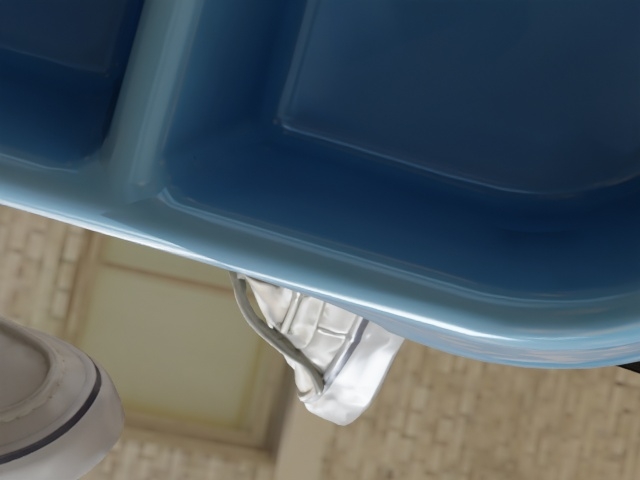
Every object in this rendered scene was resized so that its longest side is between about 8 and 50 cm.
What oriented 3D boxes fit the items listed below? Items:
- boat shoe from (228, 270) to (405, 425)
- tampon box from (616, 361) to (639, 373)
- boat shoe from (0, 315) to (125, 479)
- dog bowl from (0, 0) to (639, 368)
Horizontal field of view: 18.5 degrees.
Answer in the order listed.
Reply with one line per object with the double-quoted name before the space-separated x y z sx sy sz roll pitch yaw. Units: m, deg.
"boat shoe" -0.003 0.007 1.272 0.136 0.156 0.367 -63 178 -22
"tampon box" 0.205 0.011 1.095 0.161 0.101 0.120 -85 -167 -83
"boat shoe" -0.205 0.038 0.809 0.267 0.088 0.096 13 -134 30
"dog bowl" -0.018 -0.070 0.385 0.074 0.297 0.166 -50 156 -82
